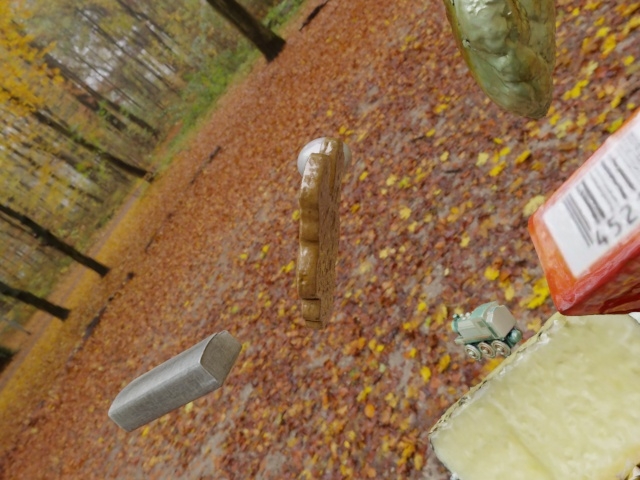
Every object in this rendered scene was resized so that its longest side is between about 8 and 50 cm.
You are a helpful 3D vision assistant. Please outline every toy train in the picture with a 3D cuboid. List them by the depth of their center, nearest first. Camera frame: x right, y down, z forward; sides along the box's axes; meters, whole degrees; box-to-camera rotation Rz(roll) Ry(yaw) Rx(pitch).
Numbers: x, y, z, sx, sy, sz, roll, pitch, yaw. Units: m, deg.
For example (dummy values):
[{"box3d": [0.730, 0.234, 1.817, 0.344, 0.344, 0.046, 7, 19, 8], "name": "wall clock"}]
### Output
[{"box3d": [0.386, 0.214, 1.286, 0.080, 0.125, 0.194, -40, 3, -27], "name": "toy train"}]

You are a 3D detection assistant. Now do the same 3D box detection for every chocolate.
[{"box3d": [0.329, -0.038, 0.455, 0.237, 0.234, 0.108, -60, 39, 40], "name": "chocolate"}]

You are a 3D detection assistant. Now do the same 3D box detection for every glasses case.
[{"box3d": [-0.192, 0.182, 0.703, 0.204, 0.047, 0.071, -32, 18, 32], "name": "glasses case"}]

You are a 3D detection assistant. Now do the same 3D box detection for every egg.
[{"box3d": [0.009, -0.177, 1.209, 0.135, 0.103, 0.103, -13, 40, 41], "name": "egg"}]

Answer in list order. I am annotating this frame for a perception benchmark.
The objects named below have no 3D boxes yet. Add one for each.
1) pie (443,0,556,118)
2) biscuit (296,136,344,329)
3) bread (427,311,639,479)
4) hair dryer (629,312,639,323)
[{"box3d": [0.183, -0.263, 0.557, 0.105, 0.275, 0.257, -14, -7, 27], "name": "pie"}, {"box3d": [-0.003, 0.000, 0.811, 0.186, 0.044, 0.295, -54, -30, -62], "name": "biscuit"}, {"box3d": [0.328, 0.264, 0.756, 0.279, 0.315, 0.248, -34, 60, -15], "name": "bread"}, {"box3d": [0.905, 0.211, 1.505, 0.361, 0.203, 0.128, -29, 45, -4], "name": "hair dryer"}]
